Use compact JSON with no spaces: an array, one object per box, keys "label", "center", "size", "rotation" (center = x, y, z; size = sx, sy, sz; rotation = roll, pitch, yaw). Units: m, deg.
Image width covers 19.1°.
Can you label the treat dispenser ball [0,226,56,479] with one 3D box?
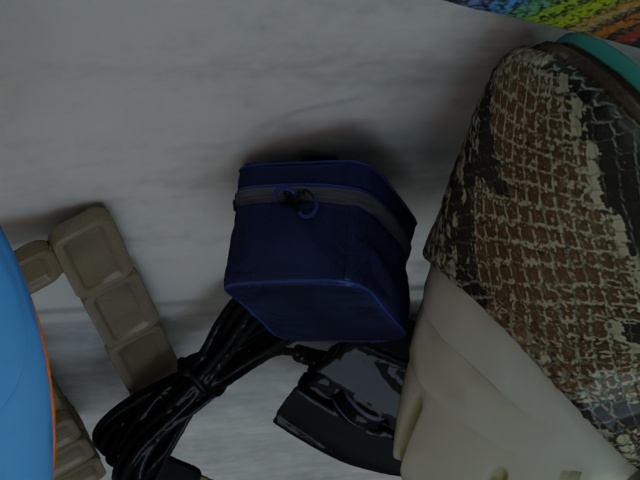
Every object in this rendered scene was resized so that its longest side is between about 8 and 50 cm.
[{"label":"treat dispenser ball","center":[-0.227,0.065,0.598],"size":[0.288,0.288,0.288],"rotation":[-9,155,-4]}]

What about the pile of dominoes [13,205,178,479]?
[{"label":"pile of dominoes","center":[-0.170,0.075,0.921],"size":[0.196,0.040,0.251],"rotation":[-28,153,-8]}]

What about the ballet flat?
[{"label":"ballet flat","center":[0.128,0.080,0.890],"size":[0.182,0.164,0.483],"rotation":[-43,154,0]}]

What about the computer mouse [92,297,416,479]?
[{"label":"computer mouse","center":[0.009,0.107,1.012],"size":[0.184,0.060,0.262],"rotation":[-40,144,25]}]

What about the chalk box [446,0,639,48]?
[{"label":"chalk box","center":[0.120,-0.153,0.407],"size":[0.289,0.179,0.180],"rotation":[8,149,-36]}]

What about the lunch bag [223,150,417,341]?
[{"label":"lunch bag","center":[0.000,0.000,0.817],"size":[0.067,0.065,0.098],"rotation":[-1,159,17]}]
